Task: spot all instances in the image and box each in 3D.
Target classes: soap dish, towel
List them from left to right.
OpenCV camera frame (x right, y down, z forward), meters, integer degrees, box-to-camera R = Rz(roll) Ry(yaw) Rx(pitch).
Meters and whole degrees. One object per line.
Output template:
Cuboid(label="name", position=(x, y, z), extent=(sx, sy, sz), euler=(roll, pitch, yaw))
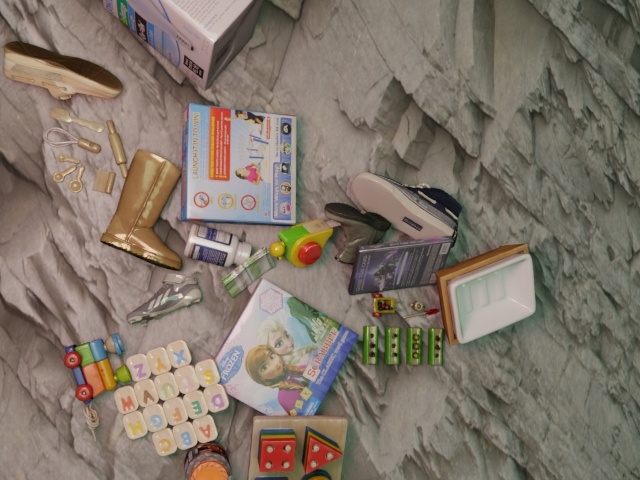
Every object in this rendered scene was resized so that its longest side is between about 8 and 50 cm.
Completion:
Cuboid(label="towel", position=(-0.193, 0.091, 1.749), extent=(0.152, 0.113, 0.023), euler=(-40, 63, -12))
Cuboid(label="soap dish", position=(0.473, 0.149, 1.858), extent=(0.291, 0.118, 0.228), euler=(-19, 114, -14))

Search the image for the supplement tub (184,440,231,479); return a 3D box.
Cuboid(label="supplement tub", position=(-0.289, 0.589, 1.646), extent=(0.117, 0.190, 0.117), euler=(1, 86, -13))

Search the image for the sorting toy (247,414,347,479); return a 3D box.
Cuboid(label="sorting toy", position=(-0.058, 0.603, 1.710), extent=(0.256, 0.089, 0.257), euler=(3, 104, -13))

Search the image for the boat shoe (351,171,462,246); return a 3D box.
Cuboid(label="boat shoe", position=(0.257, -0.115, 1.865), extent=(0.340, 0.127, 0.158), euler=(36, 48, -5))

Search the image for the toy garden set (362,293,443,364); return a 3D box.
Cuboid(label="toy garden set", position=(0.248, 0.259, 1.866), extent=(0.244, 0.049, 0.203), euler=(3, 85, -13))

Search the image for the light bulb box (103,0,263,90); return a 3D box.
Cuboid(label="light bulb box", position=(-0.356, -0.630, 1.636), extent=(0.361, 0.358, 0.225), euler=(39, 77, -6))

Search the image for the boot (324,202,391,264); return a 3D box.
Cuboid(label="boot", position=(0.082, -0.006, 1.763), extent=(0.247, 0.083, 0.161), euler=(14, 111, -43))

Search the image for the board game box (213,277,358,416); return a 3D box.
Cuboid(label="board game box", position=(-0.107, 0.318, 1.771), extent=(0.318, 0.066, 0.318), euler=(31, 80, -9))

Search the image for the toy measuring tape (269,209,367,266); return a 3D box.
Cuboid(label="toy measuring tape", position=(0.000, 0.000, 1.815), extent=(0.330, 0.121, 0.121), euler=(-17, 90, -31))

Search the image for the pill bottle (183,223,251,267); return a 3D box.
Cuboid(label="pill bottle", position=(-0.277, 0.020, 1.740), extent=(0.169, 0.094, 0.094), euler=(16, 82, -11))

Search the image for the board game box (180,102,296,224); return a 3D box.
Cuboid(label="board game box", position=(-0.220, -0.197, 1.747), extent=(0.302, 0.086, 0.308), euler=(3, 85, -23))

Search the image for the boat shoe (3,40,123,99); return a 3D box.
Cuboid(label="boat shoe", position=(-0.675, -0.425, 1.688), extent=(0.302, 0.109, 0.098), euler=(16, 122, -12))

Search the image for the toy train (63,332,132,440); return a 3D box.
Cuboid(label="toy train", position=(-0.549, 0.368, 1.646), extent=(0.143, 0.105, 0.248), euler=(-20, 90, -14))

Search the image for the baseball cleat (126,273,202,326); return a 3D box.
Cuboid(label="baseball cleat", position=(-0.426, 0.153, 1.720), extent=(0.206, 0.072, 0.109), euler=(-18, 76, -18))

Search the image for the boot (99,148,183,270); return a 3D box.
Cuboid(label="boot", position=(-0.433, -0.079, 1.717), extent=(0.236, 0.089, 0.269), euler=(25, 77, -16))

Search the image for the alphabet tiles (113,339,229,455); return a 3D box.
Cuboid(label="alphabet tiles", position=(-0.391, 0.414, 1.685), extent=(0.284, 0.021, 0.278), euler=(-18, 90, 1))

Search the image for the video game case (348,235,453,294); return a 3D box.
Cuboid(label="video game case", position=(0.224, 0.072, 1.814), extent=(0.274, 0.196, 0.026), euler=(-6, 49, -13))

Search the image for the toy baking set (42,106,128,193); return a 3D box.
Cuboid(label="toy baking set", position=(-0.627, -0.243, 1.713), extent=(0.197, 0.030, 0.256), euler=(-12, 89, -13))
